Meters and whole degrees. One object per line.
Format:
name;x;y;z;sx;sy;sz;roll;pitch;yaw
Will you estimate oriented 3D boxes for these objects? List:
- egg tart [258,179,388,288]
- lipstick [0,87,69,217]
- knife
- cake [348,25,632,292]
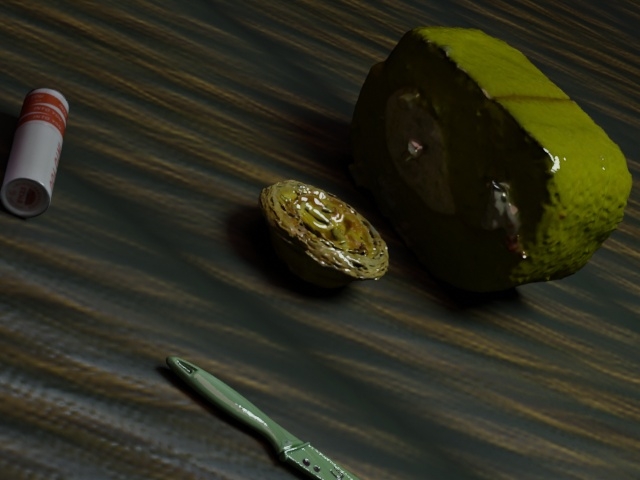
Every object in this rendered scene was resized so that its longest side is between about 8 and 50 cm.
egg tart;0.000;0.000;1.222;0.129;0.049;0.129;26;26;-13
lipstick;-0.222;-0.070;1.122;0.038;0.038;0.130;22;33;-18
knife;-0.026;0.145;1.027;0.207;0.014;0.030;34;29;0
cake;0.143;-0.072;1.331;0.156;0.179;0.260;-3;44;-46
